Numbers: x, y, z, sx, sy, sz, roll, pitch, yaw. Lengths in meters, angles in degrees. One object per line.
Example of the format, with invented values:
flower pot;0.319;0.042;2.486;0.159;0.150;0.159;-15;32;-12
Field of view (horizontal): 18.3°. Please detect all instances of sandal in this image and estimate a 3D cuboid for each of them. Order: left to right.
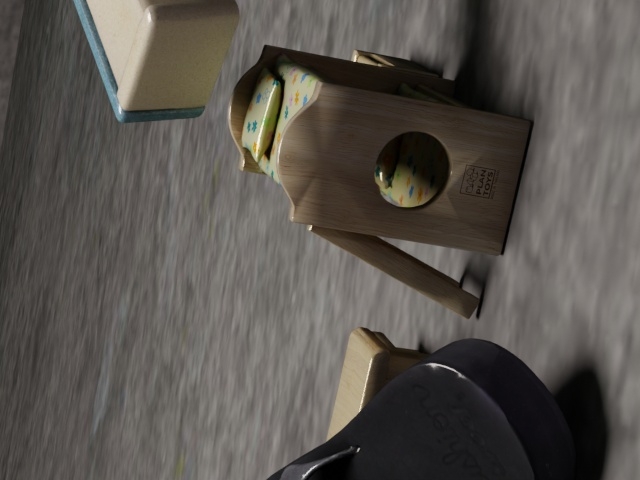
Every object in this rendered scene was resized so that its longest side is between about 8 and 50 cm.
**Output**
sandal;0.011;0.120;0.784;0.097;0.054;0.254;49;143;15

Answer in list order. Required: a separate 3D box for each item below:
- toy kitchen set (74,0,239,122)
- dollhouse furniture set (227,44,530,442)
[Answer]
toy kitchen set;-0.024;-0.133;0.930;0.166;0.207;0.122;67;150;26
dollhouse furniture set;0.000;0.000;0.888;0.182;0.101;0.161;-137;58;-71
